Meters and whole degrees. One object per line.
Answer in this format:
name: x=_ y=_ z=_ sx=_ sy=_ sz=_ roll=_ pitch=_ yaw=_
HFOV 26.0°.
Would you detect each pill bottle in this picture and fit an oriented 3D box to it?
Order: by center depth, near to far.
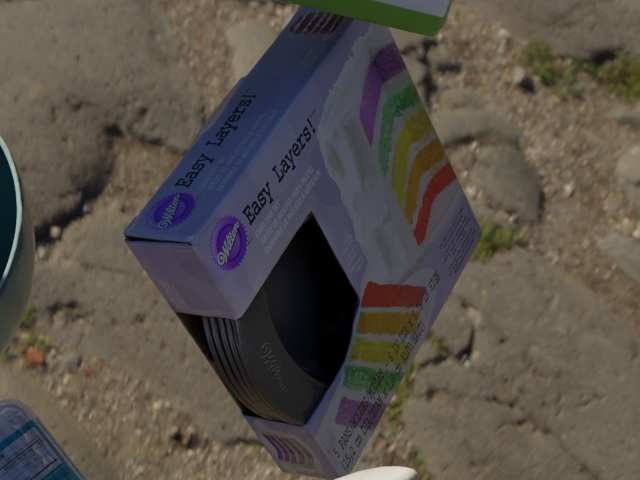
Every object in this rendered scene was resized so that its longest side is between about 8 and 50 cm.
pill bottle: x=-0.329 y=0.272 z=1.473 sx=0.146 sy=0.146 sz=0.264 roll=-38 pitch=89 yaw=-33

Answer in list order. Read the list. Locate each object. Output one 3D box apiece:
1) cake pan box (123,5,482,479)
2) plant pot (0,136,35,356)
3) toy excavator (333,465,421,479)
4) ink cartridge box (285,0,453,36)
cake pan box: x=0.000 y=0.000 z=0.975 sx=0.070 sy=0.246 sz=0.267 roll=2 pitch=45 yaw=38
plant pot: x=-0.369 y=0.034 z=1.193 sx=0.290 sy=0.195 sz=0.290 roll=-3 pitch=65 yaw=6
toy excavator: x=0.198 y=0.152 z=0.658 sx=0.445 sy=0.433 sz=0.222 roll=-26 pitch=108 yaw=-8
ink cartridge box: x=0.020 y=-0.274 z=0.843 sx=0.188 sy=0.255 sz=0.097 roll=12 pitch=32 yaw=-11
